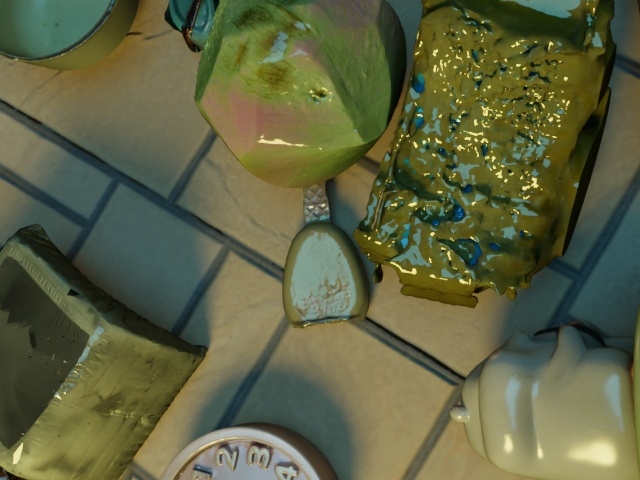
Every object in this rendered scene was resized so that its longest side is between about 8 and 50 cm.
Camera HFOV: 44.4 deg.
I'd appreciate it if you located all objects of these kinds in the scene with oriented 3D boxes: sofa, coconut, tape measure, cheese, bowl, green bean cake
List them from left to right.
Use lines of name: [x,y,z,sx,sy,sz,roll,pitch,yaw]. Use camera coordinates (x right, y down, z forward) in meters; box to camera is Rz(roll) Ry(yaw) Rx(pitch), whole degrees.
sofa: [-0.285,0.129,0.867,0.225,0.176,0.210,32,88,29]
bowl: [-0.310,-0.298,0.953,0.212,0.112,0.211,-2,81,13]
tape measure: [-0.111,-0.286,0.923,0.125,0.081,0.146,23,87,18]
coconut: [-0.018,-0.163,0.808,0.236,0.204,0.235,-9,56,13]
cheese: [0.000,0.000,0.871,0.097,0.037,0.192,-7,80,10]
green bean cake: [0.160,-0.090,0.726,0.202,0.285,0.309,16,86,10]

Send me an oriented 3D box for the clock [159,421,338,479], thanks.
clock: [-0.076,0.293,0.823,0.197,0.068,0.196,-2,80,13]

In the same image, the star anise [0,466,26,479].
star anise: [-0.343,0.319,0.886,0.168,0.057,0.167,0,90,13]

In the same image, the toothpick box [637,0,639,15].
toothpick box: [0.402,-0.226,0.742,0.229,0.229,0.316,-8,77,11]

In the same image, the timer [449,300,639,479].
timer: [0.274,0.149,0.693,0.315,0.291,0.290,-4,79,33]
